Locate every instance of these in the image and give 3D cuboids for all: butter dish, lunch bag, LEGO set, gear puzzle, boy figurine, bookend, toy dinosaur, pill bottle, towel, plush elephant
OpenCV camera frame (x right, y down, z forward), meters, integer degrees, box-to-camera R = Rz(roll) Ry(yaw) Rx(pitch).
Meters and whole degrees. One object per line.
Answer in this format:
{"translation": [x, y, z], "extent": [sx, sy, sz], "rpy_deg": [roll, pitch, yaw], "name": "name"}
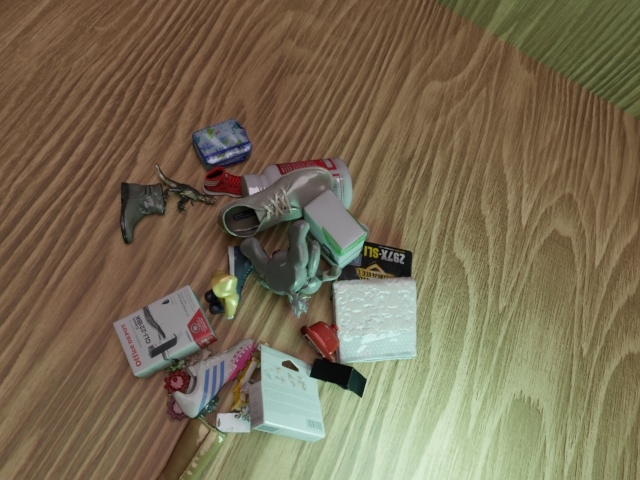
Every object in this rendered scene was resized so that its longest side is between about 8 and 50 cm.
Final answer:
{"translation": [0.017, 0.350, 1.654], "extent": [0.118, 0.160, 0.160], "rpy_deg": [-38, 83, -19], "name": "butter dish"}
{"translation": [-0.402, -0.391, 1.864], "extent": [0.219, 0.090, 0.176], "rpy_deg": [-23, 80, -22], "name": "lunch bag"}
{"translation": [-0.221, 0.498, 1.567], "extent": [0.107, 0.132, 0.287], "rpy_deg": [34, 40, -20], "name": "LEGO set"}
{"translation": [-0.453, 0.431, 1.555], "extent": [0.175, 0.044, 0.339], "rpy_deg": [-7, 72, -18], "name": "gear puzzle"}
{"translation": [-0.336, 0.185, 1.553], "extent": [0.092, 0.285, 0.177], "rpy_deg": [-18, 79, -22], "name": "boy figurine"}
{"translation": [0.067, 0.502, 1.649], "extent": [0.157, 0.156, 0.072], "rpy_deg": [5, 61, 29], "name": "bookend"}
{"translation": [-0.542, -0.186, 1.749], "extent": [0.268, 0.064, 0.118], "rpy_deg": [31, 48, -13], "name": "toy dinosaur"}
{"translation": [-0.098, -0.197, 1.797], "extent": [0.407, 0.229, 0.229], "rpy_deg": [-9, 73, -18], "name": "pill bottle"}
{"translation": [0.212, 0.304, 1.734], "extent": [0.331, 0.053, 0.317], "rpy_deg": [-2, 88, -13], "name": "towel"}
{"translation": [-0.081, 0.104, 1.637], "extent": [0.272, 0.255, 0.330], "rpy_deg": [-25, 80, 18], "name": "plush elephant"}

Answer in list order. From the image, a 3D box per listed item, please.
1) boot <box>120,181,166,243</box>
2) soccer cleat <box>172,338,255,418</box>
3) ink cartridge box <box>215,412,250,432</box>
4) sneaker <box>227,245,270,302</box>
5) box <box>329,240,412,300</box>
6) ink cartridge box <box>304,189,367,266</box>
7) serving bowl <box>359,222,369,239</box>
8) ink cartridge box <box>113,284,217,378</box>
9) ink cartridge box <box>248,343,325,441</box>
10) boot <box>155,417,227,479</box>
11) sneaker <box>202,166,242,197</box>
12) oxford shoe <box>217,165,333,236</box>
{"translation": [-0.659, -0.109, 1.688], "extent": [0.161, 0.083, 0.246], "rpy_deg": [1, 71, -22], "name": "boot"}
{"translation": [-0.351, 0.429, 1.513], "extent": [0.143, 0.116, 0.331], "rpy_deg": [44, 50, -5], "name": "soccer cleat"}
{"translation": [-0.296, 0.619, 1.537], "extent": [0.115, 0.029, 0.063], "rpy_deg": [5, 69, -12], "name": "ink cartridge box"}
{"translation": [-0.265, 0.123, 1.705], "extent": [0.163, 0.086, 0.226], "rpy_deg": [-1, 69, -14], "name": "sneaker"}
{"translation": [0.210, 0.140, 1.842], "extent": [0.322, 0.079, 0.257], "rpy_deg": [13, 65, -11], "name": "box"}
{"translation": [0.048, -0.025, 1.669], "extent": [0.121, 0.289, 0.211], "rpy_deg": [-38, 76, -13], "name": "ink cartridge box"}
{"translation": [0.164, -0.031, 1.920], "extent": [0.083, 0.027, 0.083], "rpy_deg": [6, 68, -15], "name": "serving bowl"}
{"translation": [-0.516, 0.306, 1.513], "extent": [0.273, 0.114, 0.197], "rpy_deg": [-28, 71, -13], "name": "ink cartridge box"}
{"translation": [-0.115, 0.519, 1.526], "extent": [0.296, 0.066, 0.261], "rpy_deg": [35, 32, -40], "name": "ink cartridge box"}
{"translation": [-0.384, 0.733, 1.425], "extent": [0.236, 0.089, 0.269], "rpy_deg": [34, 68, 0], "name": "boot"}
{"translation": [-0.351, -0.232, 1.793], "extent": [0.221, 0.128, 0.087], "rpy_deg": [-8, 72, -19], "name": "sneaker"}
{"translation": [-0.157, -0.128, 1.607], "extent": [0.449, 0.130, 0.169], "rpy_deg": [-22, 108, 0], "name": "oxford shoe"}
